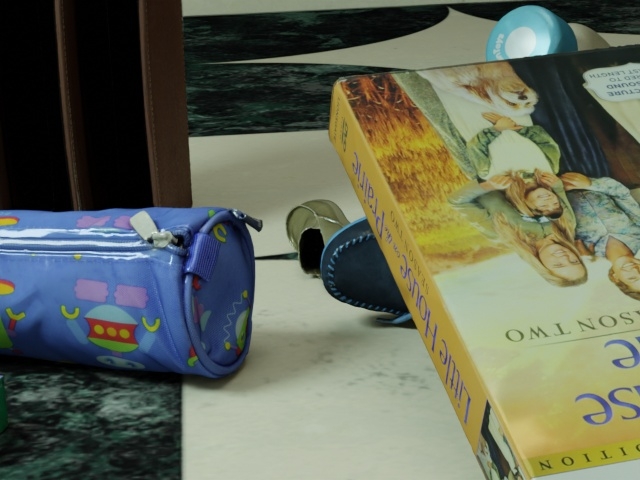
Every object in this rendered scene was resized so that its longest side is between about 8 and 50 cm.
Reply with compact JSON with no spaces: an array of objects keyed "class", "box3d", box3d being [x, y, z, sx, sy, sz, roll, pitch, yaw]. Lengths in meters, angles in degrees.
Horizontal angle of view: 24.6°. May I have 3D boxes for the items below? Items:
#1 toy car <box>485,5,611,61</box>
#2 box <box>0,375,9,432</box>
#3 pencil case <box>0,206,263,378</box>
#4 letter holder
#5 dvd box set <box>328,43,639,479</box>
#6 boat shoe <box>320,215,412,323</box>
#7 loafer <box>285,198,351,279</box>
[{"class":"toy car","box3d":[0.183,-0.052,1.296,0.238,0.210,0.219,-33,-29,28]},{"class":"box","box3d":[-0.309,0.119,0.966,0.179,0.043,0.105,0,17,13]},{"class":"pencil case","box3d":[-0.196,0.029,1.097,0.306,0.133,0.119,3,51,19]},{"class":"letter holder","box3d":[-0.222,-0.146,1.365,0.152,0.302,0.214,1,18,8]},{"class":"dvd box set","box3d":[0.204,0.013,0.957,0.307,0.062,0.420,-7,40,-12]},{"class":"boat shoe","box3d":[0.130,0.018,1.137,0.258,0.109,0.089,-5,21,-3]},{"class":"loafer","box3d":[0.000,0.000,1.286,0.050,0.056,0.148,-3,16,-25]}]
